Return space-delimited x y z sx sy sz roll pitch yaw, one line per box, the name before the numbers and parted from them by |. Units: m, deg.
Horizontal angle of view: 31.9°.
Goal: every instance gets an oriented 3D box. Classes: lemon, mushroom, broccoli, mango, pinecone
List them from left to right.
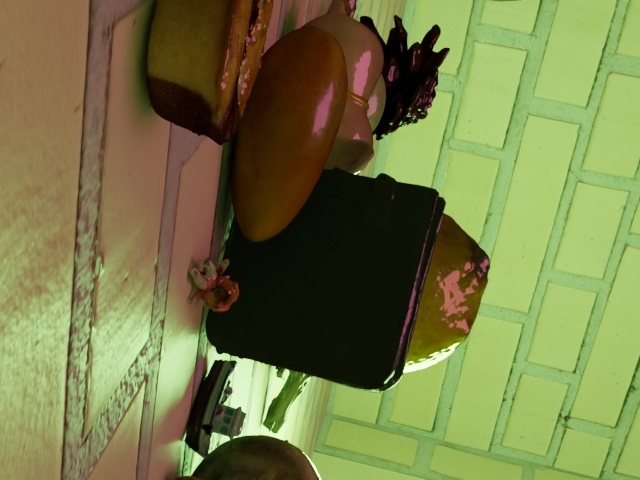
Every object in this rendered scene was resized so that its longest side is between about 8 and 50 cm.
mushroom | -0.106 0.333 1.378 0.215 0.207 0.207 34 64 -48
mango | -0.042 -0.115 1.248 0.138 0.113 0.253 -73 -178 -74
broccoli | -0.057 0.283 2.178 0.204 0.118 0.122 -62 -171 13
pinecone | 0.084 -0.257 1.743 0.229 0.201 0.202 -66 172 -50
lemon | 0.146 0.081 2.168 0.350 0.387 0.349 32 47 -42

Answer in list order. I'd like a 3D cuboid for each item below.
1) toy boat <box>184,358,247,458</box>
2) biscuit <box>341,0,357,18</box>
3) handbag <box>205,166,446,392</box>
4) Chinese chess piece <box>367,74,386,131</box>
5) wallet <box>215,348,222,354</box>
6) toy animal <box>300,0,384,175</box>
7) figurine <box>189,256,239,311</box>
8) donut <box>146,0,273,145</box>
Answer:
toy boat | -0.124 0.214 1.402 0.059 0.066 0.140 102 5 -48
biscuit | 0.071 -0.503 1.884 0.187 0.036 0.273 96 8 -51
handbag | 0.004 0.033 1.330 0.079 0.248 0.260 23 80 -69
Chinese chess piece | 0.025 -0.201 1.578 0.058 0.144 0.144 4 101 -50
wallet | -0.111 0.086 1.491 0.156 0.018 0.082 -60 162 -70
toy animal | 0.008 -0.188 1.456 0.165 0.149 0.247 50 39 -79
figurine | -0.118 0.049 1.218 0.064 0.047 0.109 -47 161 -10
donut | -0.084 -0.164 0.880 0.166 0.073 0.184 94 9 -53
